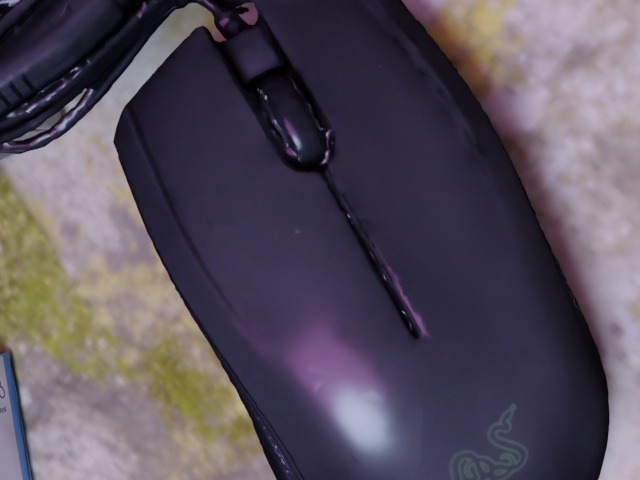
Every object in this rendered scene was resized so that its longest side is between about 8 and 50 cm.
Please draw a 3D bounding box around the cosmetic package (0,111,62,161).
[{"bbox_3d":[-0.243,-0.145,0.492,0.153,0.129,0.296,-25,89,25],"label":"cosmetic package"}]

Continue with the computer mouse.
[{"bbox_3d":[0.000,0.000,0.411,0.188,0.072,0.272,-33,90,-6],"label":"computer mouse"}]

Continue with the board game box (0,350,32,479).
[{"bbox_3d":[-0.324,0.121,0.476,0.302,0.308,0.086,-6,95,24],"label":"board game box"}]
